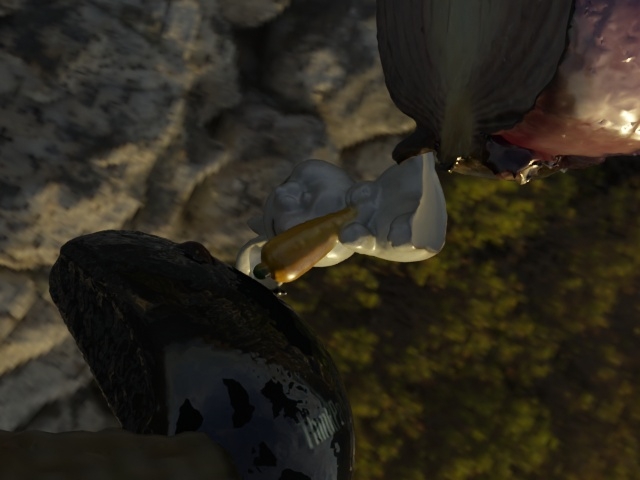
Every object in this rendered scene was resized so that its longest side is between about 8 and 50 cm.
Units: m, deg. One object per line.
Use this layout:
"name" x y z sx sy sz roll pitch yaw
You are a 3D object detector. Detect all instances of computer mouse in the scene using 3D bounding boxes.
"computer mouse" -0.067 0.078 1.114 0.170 0.269 0.100 19 112 -42

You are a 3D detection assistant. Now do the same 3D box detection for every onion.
"onion" 0.138 -0.198 0.772 0.159 0.267 0.348 1 98 -20

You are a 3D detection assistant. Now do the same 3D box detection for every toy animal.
"toy animal" 0.000 0.000 1.240 0.127 0.182 0.131 56 36 -48

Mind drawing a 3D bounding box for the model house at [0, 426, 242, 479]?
"model house" -0.234 0.335 0.795 0.400 0.395 0.445 5 114 -17
